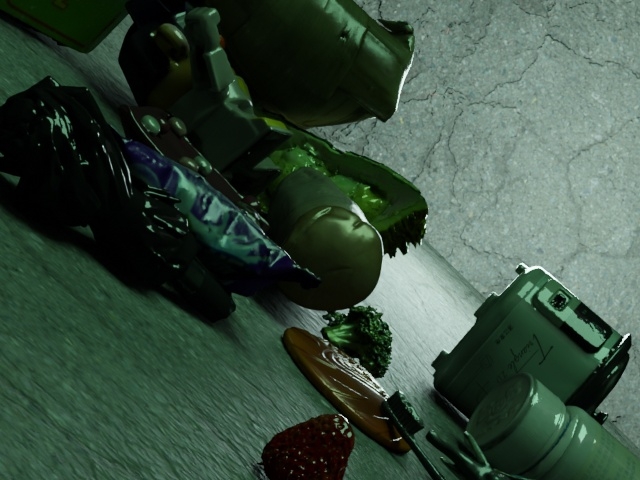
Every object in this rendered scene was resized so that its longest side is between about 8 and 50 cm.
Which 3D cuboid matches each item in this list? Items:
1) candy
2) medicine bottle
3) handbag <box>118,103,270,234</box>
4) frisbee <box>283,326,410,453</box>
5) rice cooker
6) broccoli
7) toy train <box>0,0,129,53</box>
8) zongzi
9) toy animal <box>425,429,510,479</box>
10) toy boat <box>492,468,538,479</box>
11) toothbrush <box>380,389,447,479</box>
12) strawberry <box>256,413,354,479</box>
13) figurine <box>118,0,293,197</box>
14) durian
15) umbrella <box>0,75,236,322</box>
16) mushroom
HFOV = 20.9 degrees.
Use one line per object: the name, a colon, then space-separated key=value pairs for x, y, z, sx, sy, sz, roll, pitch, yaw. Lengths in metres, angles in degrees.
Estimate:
candy: x=-0.135 y=-0.021 z=1.719 sx=0.275 sy=0.070 sz=0.145 roll=36 pitch=-29 yaw=-19
medicine bottle: x=0.313 y=0.290 z=2.183 sx=0.258 sy=0.143 sz=0.143 roll=43 pitch=8 yaw=-14
handbag: x=-0.154 y=-0.065 z=1.988 sx=0.216 sy=0.074 sz=0.203 roll=44 pitch=8 yaw=6
frisbee: x=0.038 y=0.157 z=1.908 sx=0.192 sy=0.035 sz=0.192 roll=42 pitch=7 yaw=-7
rice cooker: x=0.296 y=0.176 z=2.361 sx=0.227 sy=0.241 sz=0.280 roll=42 pitch=38 yaw=8
broccoli: x=0.042 y=0.118 z=2.039 sx=0.095 sy=0.092 sz=0.097 roll=155 pitch=-73 yaw=-66
toy train: x=-0.325 y=-0.390 z=2.205 sx=0.173 sy=0.249 sz=0.307 roll=53 pitch=11 yaw=24
zongzi: x=-0.135 y=-0.306 z=2.437 sx=0.447 sy=0.181 sz=0.418 roll=41 pitch=-36 yaw=-23
toy animal: x=0.223 y=0.303 z=1.881 sx=0.269 sy=0.082 sz=0.137 roll=46 pitch=7 yaw=14
toy boat: x=0.261 y=0.326 z=1.973 sx=0.185 sy=0.075 sz=0.077 roll=43 pitch=-1 yaw=18
toothbrush: x=0.160 y=0.286 z=1.796 sx=0.321 sy=0.031 sz=0.023 roll=54 pitch=24 yaw=23
strawberry: x=-0.008 y=0.176 z=1.411 sx=0.073 sy=0.083 sz=0.073 roll=29 pitch=21 yaw=-12
figurine: x=-0.163 y=-0.195 z=2.259 sx=0.143 sy=0.308 sz=0.308 roll=-26 pitch=63 yaw=-40
durian: x=-0.002 y=-0.073 z=2.390 sx=0.352 sy=0.169 sz=0.158 roll=31 pitch=15 yaw=22
umbrella: x=-0.178 y=-0.019 z=1.588 sx=0.340 sy=0.118 sz=0.118 roll=48 pitch=2 yaw=-47
mushroom: x=0.002 y=0.008 z=2.129 sx=0.407 sy=0.137 sz=0.154 roll=-101 pitch=178 yaw=-80
